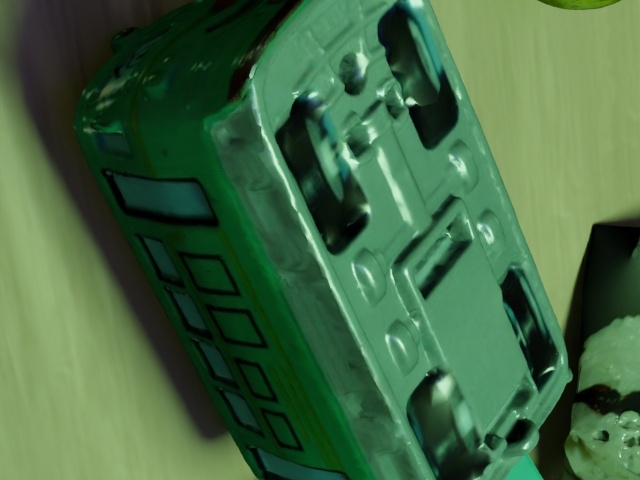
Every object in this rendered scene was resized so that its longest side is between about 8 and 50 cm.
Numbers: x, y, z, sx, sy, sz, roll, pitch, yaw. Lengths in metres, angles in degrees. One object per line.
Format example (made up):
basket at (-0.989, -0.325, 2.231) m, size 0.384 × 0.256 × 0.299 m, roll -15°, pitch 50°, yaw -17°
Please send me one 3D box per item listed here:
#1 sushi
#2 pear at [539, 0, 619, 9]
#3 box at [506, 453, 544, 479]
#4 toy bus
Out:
sushi at (0.265, 0.126, 1.147) m, size 0.109 × 0.134 × 0.272 m, roll 22°, pitch 80°, yaw -66°
pear at (0.166, -0.223, 0.991) m, size 0.141 × 0.104 × 0.141 m, roll 10°, pitch 73°, yaw -37°
box at (0.091, 0.264, 1.064) m, size 0.205 × 0.118 × 0.311 m, roll -44°, pitch 122°, yaw -17°
toy bus at (0.000, 0.000, 0.880) m, size 0.183 × 0.199 × 0.343 m, roll -46°, pitch 124°, yaw -37°
